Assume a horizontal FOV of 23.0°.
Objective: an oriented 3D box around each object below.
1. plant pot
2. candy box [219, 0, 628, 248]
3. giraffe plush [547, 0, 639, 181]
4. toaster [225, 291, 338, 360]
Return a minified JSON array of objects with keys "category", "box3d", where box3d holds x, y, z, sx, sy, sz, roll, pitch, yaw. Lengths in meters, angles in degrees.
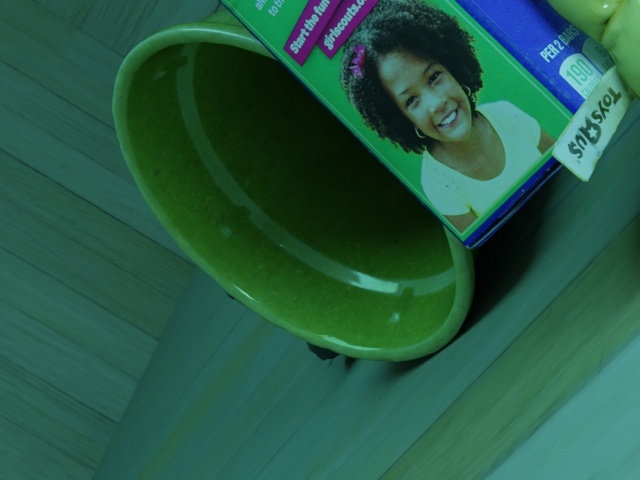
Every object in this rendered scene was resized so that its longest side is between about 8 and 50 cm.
[{"category":"plant pot","box3d":[0.045,-0.102,1.075,0.254,0.276,0.276,-49,2,-32]},{"category":"candy box","box3d":[0.053,-0.194,0.807,0.268,0.317,0.122,-43,-5,-44]},{"category":"giraffe plush","box3d":[0.182,-0.136,0.637,0.170,0.181,0.210,-35,32,53]},{"category":"toaster","box3d":[0.000,0.000,1.322,0.146,0.129,0.227,-54,6,3]}]
